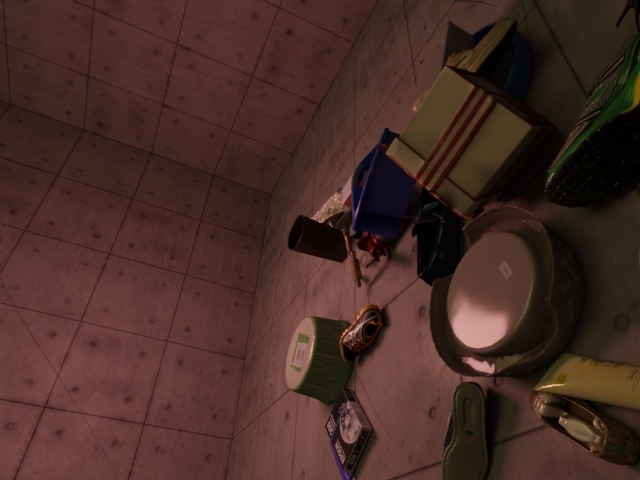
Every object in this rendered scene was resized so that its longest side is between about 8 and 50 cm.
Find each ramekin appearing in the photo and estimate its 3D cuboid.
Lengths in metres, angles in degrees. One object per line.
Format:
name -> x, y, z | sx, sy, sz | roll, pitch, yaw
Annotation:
ramekin -> -0.011, 0.419, 1.666 | 0.303, 0.148, 0.303 | -162, 90, -72

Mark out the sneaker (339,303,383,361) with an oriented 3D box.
sneaker -> 0.129, 0.307, 1.473 | 0.214, 0.084, 0.083 | -64, 24, 19

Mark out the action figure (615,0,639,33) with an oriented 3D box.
action figure -> 0.598, -0.515, 0.792 | 0.275, 0.141, 0.164 | -62, 31, 24

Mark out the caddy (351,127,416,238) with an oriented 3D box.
caddy -> 0.182, -0.171, 1.366 | 0.241, 0.179, 0.341 | 97, -168, -58

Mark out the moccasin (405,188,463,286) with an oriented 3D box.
moccasin -> 0.304, -0.033, 1.224 | 0.137, 0.117, 0.341 | 126, 155, -44

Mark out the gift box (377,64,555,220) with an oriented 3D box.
gift box -> 0.305, -0.211, 1.015 | 0.255, 0.277, 0.258 | 47, 126, 24

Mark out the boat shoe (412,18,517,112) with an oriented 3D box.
boat shoe -> 0.350, -0.421, 1.137 | 0.302, 0.098, 0.109 | -51, -19, 20

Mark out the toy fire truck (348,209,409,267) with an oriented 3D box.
toy fire truck -> 0.197, -0.021, 1.517 | 0.217, 0.159, 0.246 | -60, 33, 31

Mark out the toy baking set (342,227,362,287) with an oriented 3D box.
toy baking set -> 0.118, 0.067, 1.653 | 0.196, 0.030, 0.256 | -99, -4, -57

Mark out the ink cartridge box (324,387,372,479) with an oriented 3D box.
ink cartridge box -> 0.072, 0.597, 1.416 | 0.206, 0.045, 0.208 | -134, 62, -70

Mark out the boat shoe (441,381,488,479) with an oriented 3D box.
boat shoe -> 0.294, 0.402, 0.930 | 0.079, 0.084, 0.232 | 28, -111, -69

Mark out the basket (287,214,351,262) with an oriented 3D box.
basket -> 0.000, 0.000, 1.920 | 0.204, 0.227, 0.154 | -163, 91, -72

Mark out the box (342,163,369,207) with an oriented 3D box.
box -> 0.180, -0.170, 1.641 | 0.130, 0.171, 0.090 | 124, 156, -43

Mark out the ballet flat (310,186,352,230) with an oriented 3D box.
ballet flat -> 0.037, -0.083, 2.074 | 0.409, 0.147, 0.146 | 132, 151, -53

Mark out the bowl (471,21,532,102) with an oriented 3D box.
bowl -> 0.426, -0.400, 1.292 | 0.391, 0.077, 0.390 | -162, 90, -73

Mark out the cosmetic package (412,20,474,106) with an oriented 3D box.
cosmetic package -> 0.347, -0.472, 1.306 | 0.127, 0.107, 0.237 | -30, 42, 61

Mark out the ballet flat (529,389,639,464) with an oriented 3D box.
ballet flat -> 0.392, 0.278, 0.732 | 0.206, 0.067, 0.072 | -173, 100, -72

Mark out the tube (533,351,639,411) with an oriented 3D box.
tube -> 0.432, 0.212, 0.688 | 0.240, 0.070, 0.062 | 162, 111, -70

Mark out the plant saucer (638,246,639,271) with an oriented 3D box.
plant saucer -> 0.535, 0.013, 0.620 | 0.195, 0.038, 0.194 | -162, 90, -72

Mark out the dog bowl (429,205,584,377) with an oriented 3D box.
dog bowl -> 0.363, 0.110, 0.932 | 0.349, 0.102, 0.348 | -162, 90, -72

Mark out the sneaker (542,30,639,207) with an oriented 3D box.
sneaker -> 0.513, -0.206, 0.798 | 0.343, 0.134, 0.146 | -56, 15, 18
